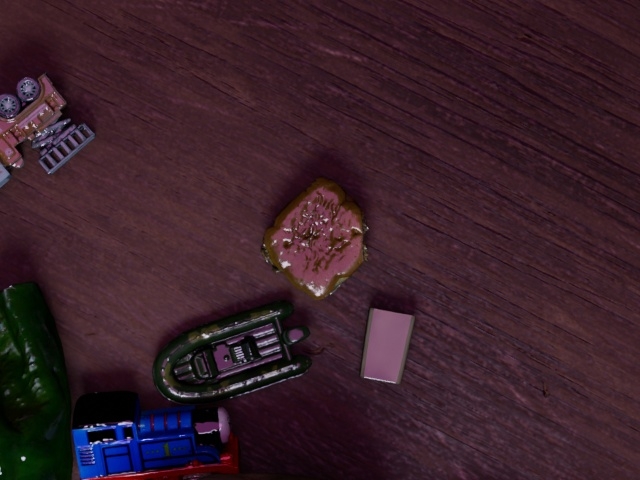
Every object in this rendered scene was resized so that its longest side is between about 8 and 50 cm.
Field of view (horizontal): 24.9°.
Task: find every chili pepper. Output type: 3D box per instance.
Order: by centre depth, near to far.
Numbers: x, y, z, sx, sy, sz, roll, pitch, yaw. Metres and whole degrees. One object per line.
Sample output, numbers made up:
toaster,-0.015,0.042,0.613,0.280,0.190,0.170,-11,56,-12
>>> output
chili pepper,-0.388,0.230,1.761,0.167,0.213,0.385,-25,64,37

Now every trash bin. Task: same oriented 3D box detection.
trash bin,0.085,0.136,1.875,0.061,0.043,0.092,10,87,0

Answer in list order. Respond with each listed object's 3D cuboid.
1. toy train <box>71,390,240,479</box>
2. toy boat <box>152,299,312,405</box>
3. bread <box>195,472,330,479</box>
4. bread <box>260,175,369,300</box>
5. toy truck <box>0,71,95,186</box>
toy train,-0.207,0.256,1.826,0.204,0.083,0.131,-6,112,-1
toy boat,-0.114,0.149,1.867,0.210,0.052,0.104,-17,88,-3
bread,-0.074,0.457,1.698,0.348,0.253,0.376,-11,97,38
bread,0.000,0.000,1.872,0.128,0.069,0.140,42,87,1
toy truck,-0.393,-0.125,1.874,0.178,0.080,0.115,-40,97,-5
